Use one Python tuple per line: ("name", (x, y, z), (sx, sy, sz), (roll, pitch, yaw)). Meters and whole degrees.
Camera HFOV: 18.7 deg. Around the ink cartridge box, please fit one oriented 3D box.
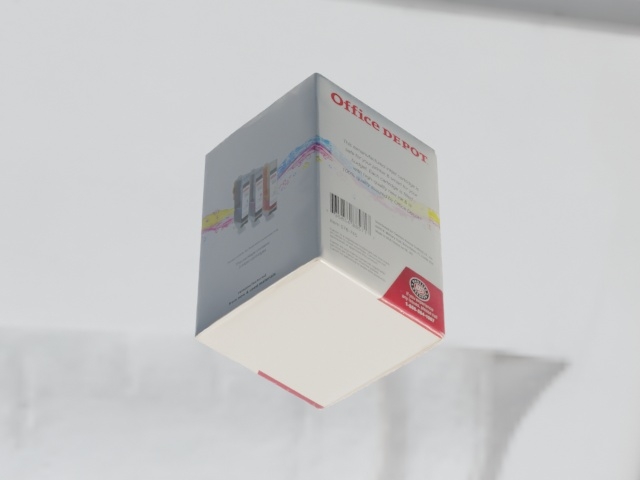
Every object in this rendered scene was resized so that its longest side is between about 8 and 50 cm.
("ink cartridge box", (0.000, 0.000, 1.380), (0.127, 0.128, 0.176), (-33, -141, 34))
